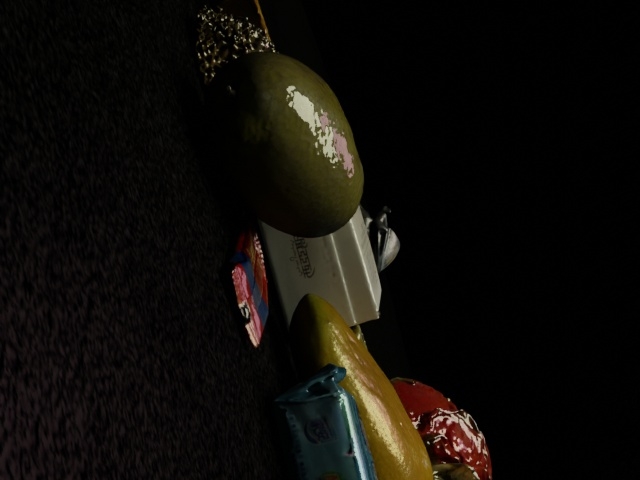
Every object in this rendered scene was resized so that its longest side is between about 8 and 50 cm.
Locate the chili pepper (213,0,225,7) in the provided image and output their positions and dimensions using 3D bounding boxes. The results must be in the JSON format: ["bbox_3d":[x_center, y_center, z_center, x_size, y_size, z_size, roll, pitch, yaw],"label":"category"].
[{"bbox_3d":[-0.120,-0.294,1.830,0.178,0.027,0.045,60,19,-67],"label":"chili pepper"}]

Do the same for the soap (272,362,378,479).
[{"bbox_3d":[0.022,0.269,1.316,0.156,0.077,0.293,57,18,-76],"label":"soap"}]

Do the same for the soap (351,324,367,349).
[{"bbox_3d":[0.051,0.237,1.739,0.135,0.076,0.233,-101,173,-51],"label":"soap"}]

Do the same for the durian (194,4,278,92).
[{"bbox_3d":[-0.084,-0.190,1.537,0.148,0.091,0.188,-91,166,-71],"label":"durian"}]

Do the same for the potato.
[{"bbox_3d":[-0.042,-0.107,1.396,0.174,0.159,0.251,35,-6,35],"label":"potato"}]

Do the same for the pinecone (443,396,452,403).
[{"bbox_3d":[0.156,0.321,2.218,0.173,0.173,0.173,-16,90,-85],"label":"pinecone"}]

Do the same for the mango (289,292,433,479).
[{"bbox_3d":[0.041,0.208,1.503,0.176,0.119,0.317,-68,137,-69],"label":"mango"}]

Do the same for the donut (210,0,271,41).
[{"bbox_3d":[-0.094,-0.234,1.688,0.190,0.074,0.174,-105,176,-65],"label":"donut"}]

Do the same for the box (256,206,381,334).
[{"bbox_3d":[-0.003,0.001,1.664,0.274,0.116,0.203,-60,133,-84],"label":"box"}]

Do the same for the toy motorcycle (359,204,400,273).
[{"bbox_3d":[0.026,-0.039,1.913,0.106,0.159,0.270,101,-17,-50],"label":"toy motorcycle"}]

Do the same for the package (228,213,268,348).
[{"bbox_3d":[-0.072,0.037,1.341,0.200,0.022,0.083,-86,158,-73],"label":"package"}]

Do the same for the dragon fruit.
[{"bbox_3d":[0.183,0.361,1.862,0.205,0.152,0.317,-121,-151,-80],"label":"dragon fruit"}]
